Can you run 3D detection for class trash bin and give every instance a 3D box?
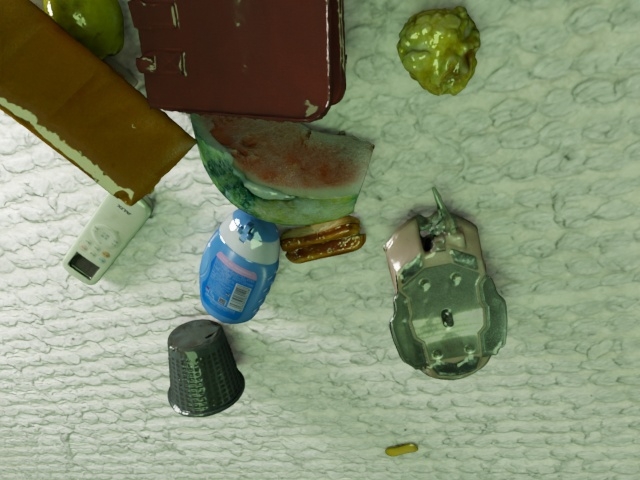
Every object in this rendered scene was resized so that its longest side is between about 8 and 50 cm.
[{"bbox_3d":[-0.260,0.263,1.284,0.176,0.175,0.160,1,116,14],"label":"trash bin"}]

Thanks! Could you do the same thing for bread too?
[{"bbox_3d":[-0.356,-0.203,0.808,0.361,0.077,0.138,40,86,-18],"label":"bread"}]

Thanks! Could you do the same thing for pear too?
[{"bbox_3d":[-0.344,-0.326,0.859,0.107,0.107,0.131,-19,111,27],"label":"pear"}]

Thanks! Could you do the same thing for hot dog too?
[{"bbox_3d":[0.000,0.000,1.064,0.165,0.045,0.071,-13,125,24],"label":"hot dog"}]

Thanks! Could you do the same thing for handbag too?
[{"bbox_3d":[-0.108,-0.279,0.725,0.276,0.084,0.259,6,123,18],"label":"handbag"}]

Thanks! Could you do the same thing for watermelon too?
[{"bbox_3d":[-0.081,-0.123,0.935,0.305,0.224,0.180,21,86,1],"label":"watermelon"}]

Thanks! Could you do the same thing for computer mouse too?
[{"bbox_3d":[0.207,0.079,1.033,0.200,0.115,0.388,-12,114,4],"label":"computer mouse"}]

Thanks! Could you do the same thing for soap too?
[{"bbox_3d":[0.198,0.513,1.446,0.089,0.012,0.034,-25,118,30],"label":"soap"}]

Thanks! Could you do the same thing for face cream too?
[{"bbox_3d":[-0.153,0.044,1.113,0.149,0.083,0.263,33,130,7],"label":"face cream"}]

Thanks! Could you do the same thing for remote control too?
[{"bbox_3d":[-0.428,-0.008,1.178,0.090,0.038,0.309,38,128,-16],"label":"remote control"}]

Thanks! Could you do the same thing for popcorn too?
[{"bbox_3d":[0.161,-0.250,0.775,0.106,0.116,0.120,-37,112,16],"label":"popcorn"}]

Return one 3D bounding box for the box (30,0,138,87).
[{"bbox_3d":[-0.400,-0.264,0.897,0.201,0.141,0.058,42,131,-17],"label":"box"}]
